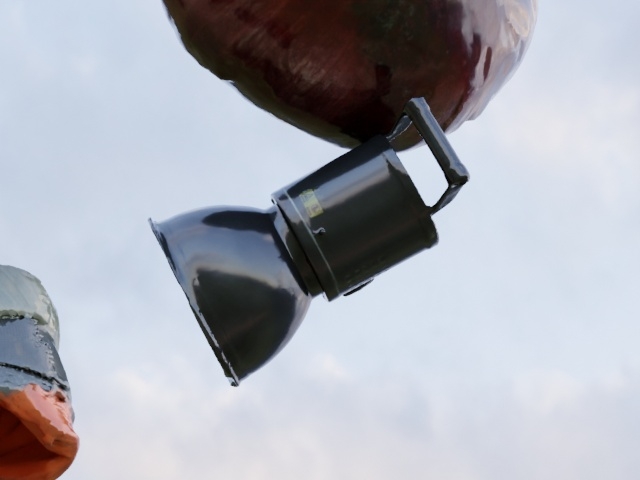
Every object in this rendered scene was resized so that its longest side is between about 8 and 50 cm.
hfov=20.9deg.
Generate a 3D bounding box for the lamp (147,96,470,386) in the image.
[{"bbox_3d":[0.000,0.000,1.348,0.227,0.147,0.172,-27,-21,-5],"label":"lamp"}]

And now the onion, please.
[{"bbox_3d":[0.040,-0.250,1.407,0.347,0.347,0.285,30,-40,-14],"label":"onion"}]

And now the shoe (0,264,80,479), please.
[{"bbox_3d":[-0.280,0.125,0.940,0.336,0.171,0.132,-11,-42,-27],"label":"shoe"}]
